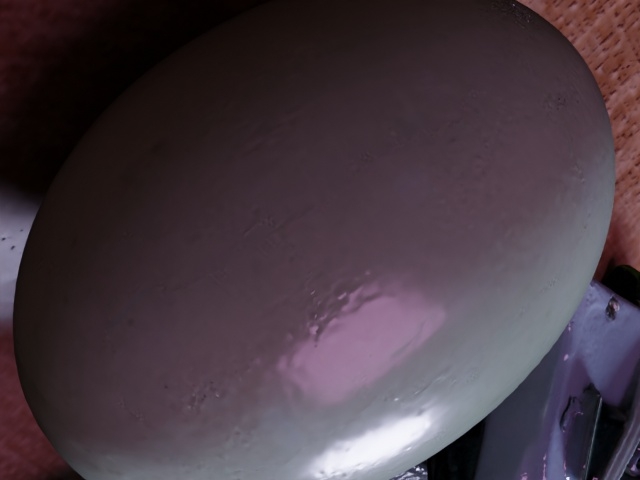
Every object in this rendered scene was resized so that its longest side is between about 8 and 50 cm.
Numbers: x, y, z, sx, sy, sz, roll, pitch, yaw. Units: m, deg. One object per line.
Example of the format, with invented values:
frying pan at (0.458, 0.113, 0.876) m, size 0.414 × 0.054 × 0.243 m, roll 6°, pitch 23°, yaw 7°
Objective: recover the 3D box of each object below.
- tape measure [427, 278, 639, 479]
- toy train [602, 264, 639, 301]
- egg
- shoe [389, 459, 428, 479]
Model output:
tape measure at (0.139, 0.112, 1.038) m, size 0.181 × 0.107 × 0.182 m, roll 15°, pitch 82°, yaw -50°
toy train at (0.180, 0.105, 1.157) m, size 0.042 × 0.044 × 0.209 m, roll -9°, pitch 129°, yaw -38°
egg at (0.000, 0.000, 0.769) m, size 0.282 × 0.203 × 0.203 m, roll -38°, pitch 141°, yaw -16°
shoe at (0.075, 0.206, 1.111) m, size 0.108 × 0.093 × 0.241 m, roll -45°, pitch 141°, yaw -4°
